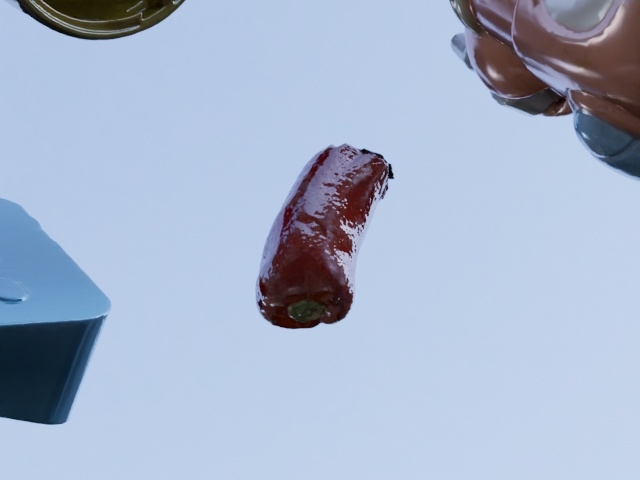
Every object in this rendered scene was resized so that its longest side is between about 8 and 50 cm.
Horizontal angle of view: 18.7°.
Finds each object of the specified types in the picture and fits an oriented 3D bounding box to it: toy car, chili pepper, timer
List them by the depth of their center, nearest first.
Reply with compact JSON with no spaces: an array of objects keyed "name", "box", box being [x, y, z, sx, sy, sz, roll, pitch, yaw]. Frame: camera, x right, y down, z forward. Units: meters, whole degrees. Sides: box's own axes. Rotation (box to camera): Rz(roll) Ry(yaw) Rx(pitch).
[{"name":"toy car","box":[0.164,-0.141,0.915,0.180,0.270,0.212,20,-80,-35]},{"name":"chili pepper","box":[0.000,0.000,1.232,0.073,0.123,0.070,-10,-48,33]},{"name":"timer","box":[-0.300,0.030,1.362,0.250,0.232,0.091,10,-71,-36]}]

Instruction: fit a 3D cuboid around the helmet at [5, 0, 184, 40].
[{"name":"helmet","box":[-0.178,-0.264,1.379,0.205,0.257,0.140,30,-17,-38]}]
